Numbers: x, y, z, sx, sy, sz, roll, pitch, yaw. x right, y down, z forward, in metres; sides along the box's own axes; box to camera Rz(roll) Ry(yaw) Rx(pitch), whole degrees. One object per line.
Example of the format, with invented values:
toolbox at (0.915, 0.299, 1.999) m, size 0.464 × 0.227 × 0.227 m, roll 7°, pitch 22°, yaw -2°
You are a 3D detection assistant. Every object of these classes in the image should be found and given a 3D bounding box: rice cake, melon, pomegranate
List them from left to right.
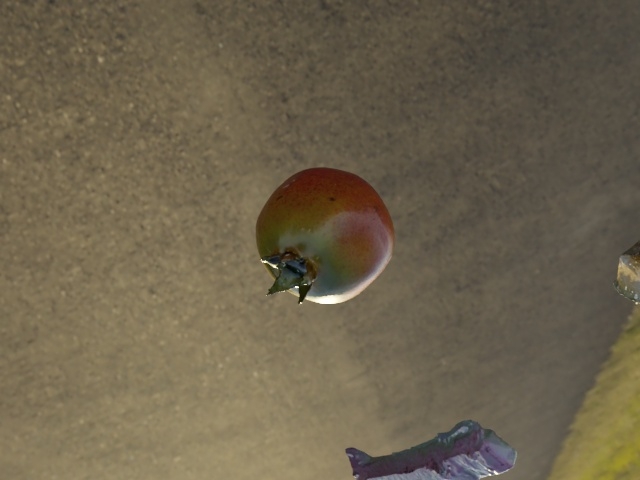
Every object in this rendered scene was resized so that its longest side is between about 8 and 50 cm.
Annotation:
pomegranate at (0.000, 0.000, 1.660) m, size 0.221 × 0.221 × 0.256 m, roll -50°, pitch -177°, yaw 43°
rice cake at (0.129, 0.285, 1.338) m, size 0.290 × 0.081 × 0.051 m, roll -27°, pitch -165°, yaw 51°
melon at (0.470, 0.030, 1.481) m, size 0.139 × 0.093 × 0.202 m, roll -34°, pitch -163°, yaw 40°
